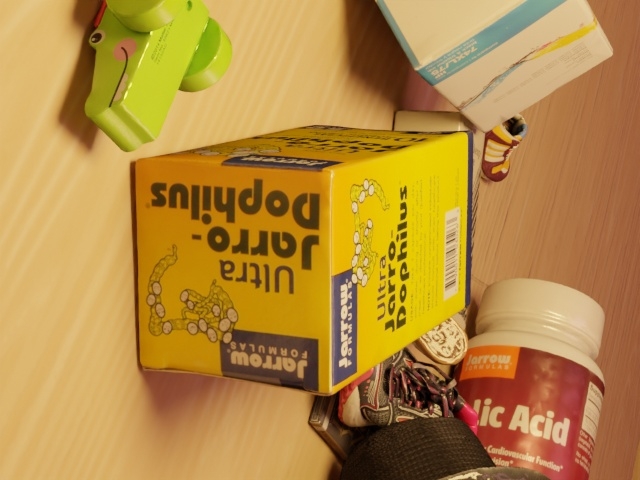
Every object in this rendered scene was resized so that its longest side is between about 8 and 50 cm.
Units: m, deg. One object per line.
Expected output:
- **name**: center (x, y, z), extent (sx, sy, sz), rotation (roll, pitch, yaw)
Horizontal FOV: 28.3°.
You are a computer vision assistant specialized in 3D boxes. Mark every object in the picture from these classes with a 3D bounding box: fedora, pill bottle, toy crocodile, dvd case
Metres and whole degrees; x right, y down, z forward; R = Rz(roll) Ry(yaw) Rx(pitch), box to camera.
- **fedora**: center (0.114, 0.314, 1.488), extent (0.334, 0.334, 0.152), rotation (57, 12, -52)
- **pill bottle**: center (0.291, 0.269, 1.851), extent (0.224, 0.224, 0.392), rotation (54, 46, -54)
- **toy crocodile**: center (-0.122, -0.237, 1.053), extent (0.115, 0.105, 0.340), rotation (43, 60, -60)
- **dvd case**: center (0.051, 0.192, 1.568), extent (0.221, 0.018, 0.164), rotation (56, 45, -53)

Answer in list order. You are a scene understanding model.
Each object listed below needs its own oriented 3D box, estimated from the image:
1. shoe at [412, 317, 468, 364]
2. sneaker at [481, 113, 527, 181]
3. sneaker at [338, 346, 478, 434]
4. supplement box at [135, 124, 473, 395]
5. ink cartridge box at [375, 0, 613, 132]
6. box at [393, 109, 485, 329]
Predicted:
- **shoe**: center (0.096, 0.058, 1.523), extent (0.219, 0.076, 0.058), rotation (57, -12, -1)
- **sneaker**: center (0.274, -0.148, 1.911), extent (0.185, 0.084, 0.069), rotation (56, 44, -52)
- **sneaker**: center (0.104, 0.180, 1.526), extent (0.299, 0.112, 0.121), rotation (40, 57, -60)
- **supplement box**: center (0.000, 0.000, 1.220), extent (0.356, 0.194, 0.195), rotation (-22, 114, -63)
- **ink cartridge box**: center (0.195, -0.288, 1.507), extent (0.198, 0.197, 0.270), rotation (64, 16, 22)
- **box**: center (0.143, -0.024, 1.638), extent (0.113, 0.094, 0.275), rotation (14, 82, -65)
